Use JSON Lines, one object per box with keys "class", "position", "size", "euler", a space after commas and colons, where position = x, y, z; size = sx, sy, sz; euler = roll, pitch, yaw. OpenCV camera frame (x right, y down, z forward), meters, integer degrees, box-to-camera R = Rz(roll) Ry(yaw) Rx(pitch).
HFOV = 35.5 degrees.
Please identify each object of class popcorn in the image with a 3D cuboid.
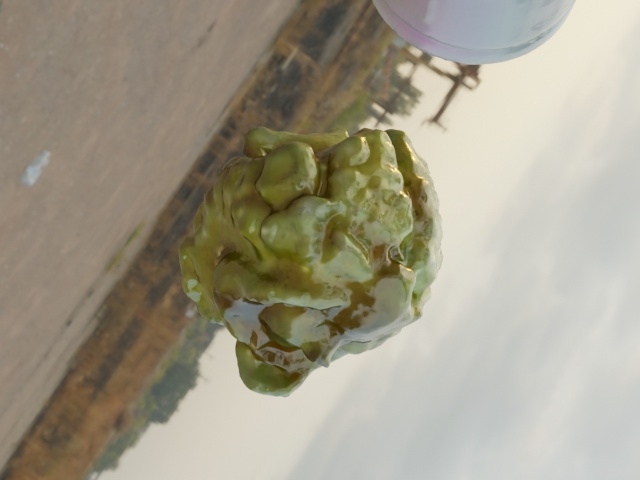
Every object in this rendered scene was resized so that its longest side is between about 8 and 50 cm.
{"class": "popcorn", "position": [-0.002, 0.004, 1.151], "size": [0.279, 0.274, 0.335], "euler": [-20, 166, -23]}

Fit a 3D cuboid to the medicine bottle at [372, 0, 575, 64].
{"class": "medicine bottle", "position": [0.108, -0.229, 0.575], "size": [0.152, 0.152, 0.254], "euler": [-56, 171, -18]}
